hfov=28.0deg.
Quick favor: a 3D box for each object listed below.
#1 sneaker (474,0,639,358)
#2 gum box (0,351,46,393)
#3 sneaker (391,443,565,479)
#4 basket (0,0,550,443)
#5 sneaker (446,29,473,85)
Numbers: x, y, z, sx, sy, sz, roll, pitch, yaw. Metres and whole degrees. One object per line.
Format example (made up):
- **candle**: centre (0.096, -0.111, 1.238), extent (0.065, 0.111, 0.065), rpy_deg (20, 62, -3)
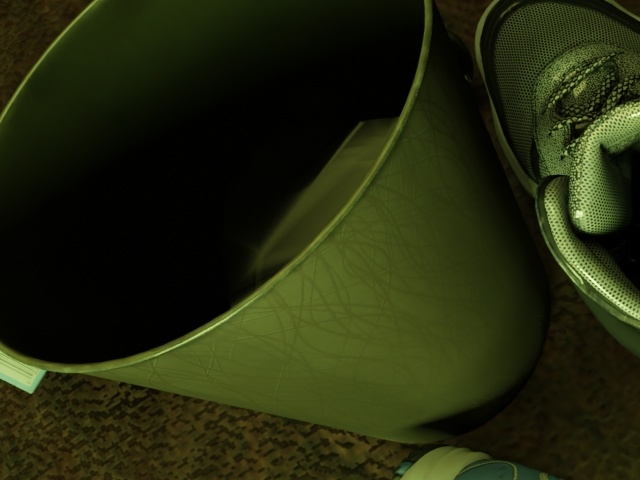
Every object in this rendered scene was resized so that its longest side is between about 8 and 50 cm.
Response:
- **sneaker**: centre (0.130, -0.039, 0.529), extent (0.101, 0.153, 0.268), rpy_deg (-35, 57, 11)
- **gum box**: centre (-0.151, -0.018, 0.696), extent (0.157, 0.041, 0.184), rpy_deg (-59, 28, -4)
- **sneaker**: centre (0.059, 0.187, 0.517), extent (0.081, 0.080, 0.211), rpy_deg (-1, 70, 32)
- **basket**: centre (0.000, 0.000, 0.539), extent (0.204, 0.227, 0.154), rpy_deg (-40, 56, 8)
- **sneaker**: centre (-0.035, -0.048, 0.675), extent (0.234, 0.078, 0.106), rpy_deg (-40, 49, 8)
